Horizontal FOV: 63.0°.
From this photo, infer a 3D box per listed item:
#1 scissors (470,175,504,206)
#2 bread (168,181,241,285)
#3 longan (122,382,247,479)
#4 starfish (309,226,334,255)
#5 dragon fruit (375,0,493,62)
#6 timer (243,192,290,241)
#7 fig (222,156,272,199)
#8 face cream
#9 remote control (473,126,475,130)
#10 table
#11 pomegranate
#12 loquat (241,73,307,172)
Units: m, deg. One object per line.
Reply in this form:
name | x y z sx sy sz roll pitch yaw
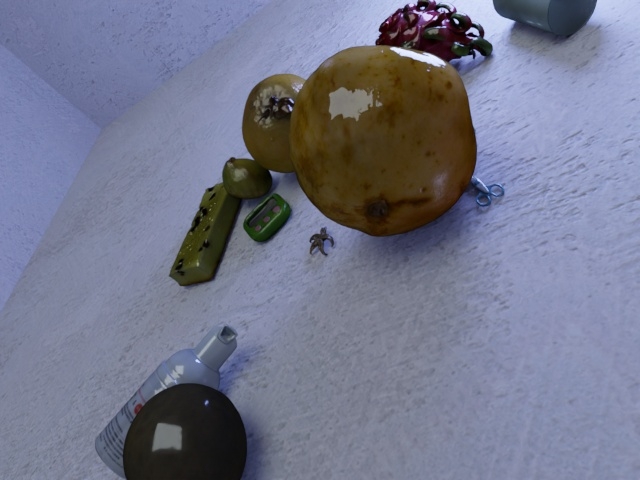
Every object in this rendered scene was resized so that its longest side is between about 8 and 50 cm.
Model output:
scissors | 0.319 -0.112 1.056 0.058 0.014 0.119 -38 39 7
bread | -0.338 -0.035 1.588 0.138 0.077 0.361 -16 45 33
longan | -0.248 0.392 0.963 0.248 0.248 0.248 -27 39 24
starfish | 0.000 0.000 1.258 0.091 0.028 0.078 5 61 53
dragon fruit | 0.283 -0.526 1.351 0.272 0.198 0.218 -16 36 34
timer | -0.148 -0.063 1.453 0.140 0.047 0.128 -45 37 0
fig | -0.221 -0.182 1.576 0.136 0.153 0.121 -93 13 -63
face cream | -0.308 0.332 1.142 0.370 0.145 0.145 -48 35 -6
remote control | 0.279 -0.256 1.226 0.087 0.029 0.190 -46 35 0
table | 0.512 -0.562 1.214 0.126 0.126 0.220 -39 37 9
pomegranate | 0.120 -0.218 1.054 0.410 0.410 0.410 -27 39 24
loquat | -0.089 -0.329 1.462 0.274 0.275 0.275 -27 39 24
